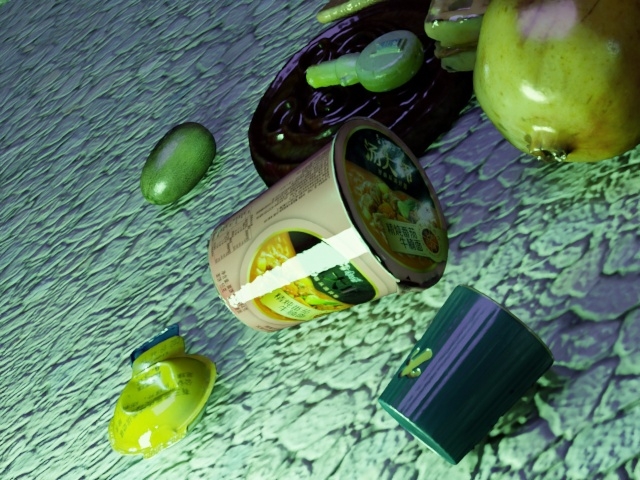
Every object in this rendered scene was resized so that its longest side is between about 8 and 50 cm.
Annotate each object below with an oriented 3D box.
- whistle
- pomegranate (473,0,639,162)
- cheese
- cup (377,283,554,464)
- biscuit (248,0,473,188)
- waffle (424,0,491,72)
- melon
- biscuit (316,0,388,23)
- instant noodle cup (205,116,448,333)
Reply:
[{"bbox_3d":[0.061,-0.260,1.822,0.198,0.057,0.104,-3,47,37],"label":"whistle"},{"bbox_3d":[0.302,-0.213,1.495,0.264,0.264,0.264,-26,34,19],"label":"pomegranate"},{"bbox_3d":[-0.216,0.198,1.669,0.177,0.069,0.270,-34,29,6],"label":"cheese"},{"bbox_3d":[0.146,0.147,1.336,0.155,0.131,0.176,-49,4,-10],"label":"cup"},{"bbox_3d":[0.057,-0.229,1.916,0.407,0.091,0.407,-25,34,19],"label":"biscuit"},{"bbox_3d":[0.344,-0.362,1.710,0.376,0.114,0.261,-5,41,26],"label":"waffle"},{"bbox_3d":[-0.241,-0.128,2.082,0.162,0.099,0.099,-52,34,-15],"label":"melon"},{"bbox_3d":[0.106,-0.445,2.138,0.160,0.030,0.249,-13,24,35],"label":"biscuit"},{"bbox_3d":[0.000,0.000,1.586,0.255,0.244,0.244,-29,32,31],"label":"instant noodle cup"}]
